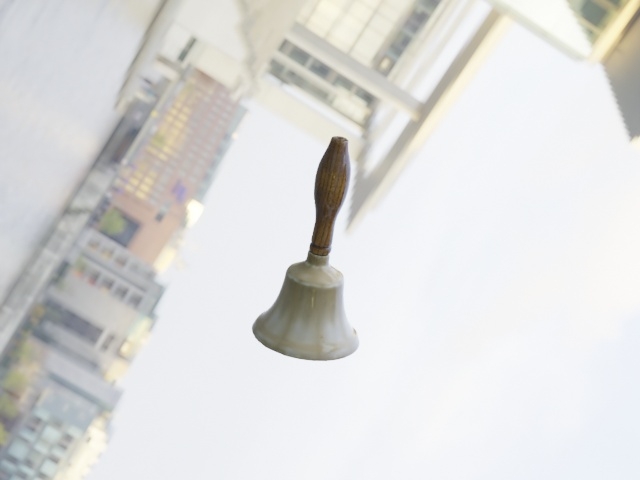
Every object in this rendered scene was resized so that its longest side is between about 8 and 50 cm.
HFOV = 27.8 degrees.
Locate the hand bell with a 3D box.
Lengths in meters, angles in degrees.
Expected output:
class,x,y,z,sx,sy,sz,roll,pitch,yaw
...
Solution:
class,x,y,z,sx,sy,sz,roll,pitch,yaw
hand bell,0.000,0.000,1.445,0.126,0.126,0.242,-83,-178,-68
